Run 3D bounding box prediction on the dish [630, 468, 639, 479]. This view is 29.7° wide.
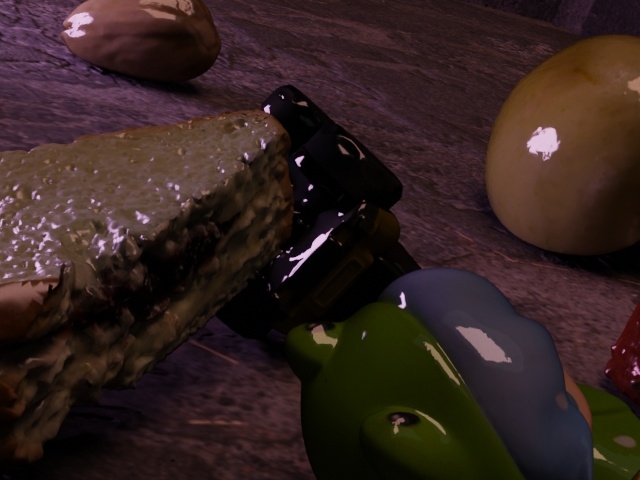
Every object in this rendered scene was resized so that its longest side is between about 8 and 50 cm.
[{"bbox_3d":[0.176,0.184,0.554,0.149,0.080,0.208,43,32,4],"label":"dish"}]

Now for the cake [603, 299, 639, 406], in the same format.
[{"bbox_3d":[0.368,0.093,0.927,0.283,0.150,0.177,8,32,-27],"label":"cake"}]

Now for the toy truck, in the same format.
[{"bbox_3d":[0.000,0.000,0.881,0.165,0.147,0.224,40,7,-27],"label":"toy truck"}]

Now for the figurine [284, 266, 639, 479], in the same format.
[{"bbox_3d":[0.099,0.111,0.650,0.263,0.143,0.162,26,17,-39],"label":"figurine"}]

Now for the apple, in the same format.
[{"bbox_3d":[0.335,-0.106,1.315,0.295,0.233,0.258,10,24,-27],"label":"apple"}]

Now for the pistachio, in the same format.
[{"bbox_3d":[-0.204,-0.238,1.391,0.186,0.108,0.126,4,-5,-18],"label":"pistachio"}]

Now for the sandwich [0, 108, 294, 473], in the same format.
[{"bbox_3d":[-0.126,0.017,0.632,0.289,0.099,0.254,-9,23,-18],"label":"sandwich"}]
